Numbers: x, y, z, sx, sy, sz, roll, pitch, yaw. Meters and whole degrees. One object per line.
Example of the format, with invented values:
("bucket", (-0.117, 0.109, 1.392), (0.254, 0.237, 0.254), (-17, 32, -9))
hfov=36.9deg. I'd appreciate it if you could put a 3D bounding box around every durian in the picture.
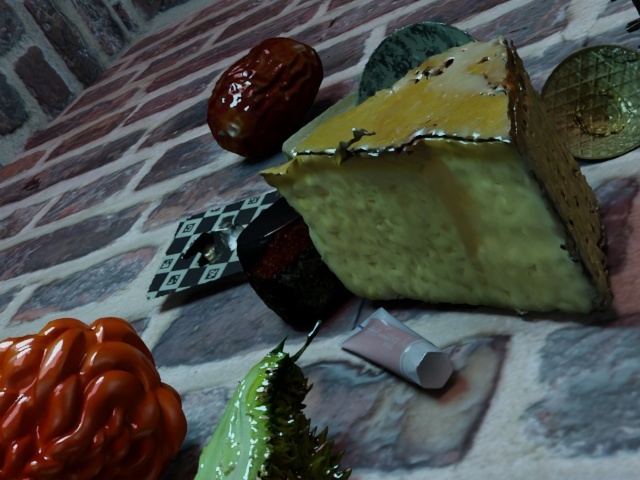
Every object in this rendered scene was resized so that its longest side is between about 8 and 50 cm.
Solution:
("durian", (-0.048, 0.219, 0.856), (0.132, 0.106, 0.375), (-23, 26, 27))

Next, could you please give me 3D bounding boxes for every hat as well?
("hat", (0.341, -0.155, 1.152), (0.146, 0.067, 0.146), (-7, 73, 25))
("hat", (0.171, -0.153, 1.250), (0.266, 0.265, 0.128), (-10, -4, 42))

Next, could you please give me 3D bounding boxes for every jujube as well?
("jujube", (-0.100, -0.265, 1.769), (0.250, 0.174, 0.174), (-44, 26, -27))

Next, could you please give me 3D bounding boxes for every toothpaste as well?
("toothpaste", (0.075, 0.111, 0.999), (0.067, 0.043, 0.194), (-40, 19, -10))

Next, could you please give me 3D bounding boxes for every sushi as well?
("sushi", (-0.150, 0.016, 1.459), (0.210, 0.040, 0.192), (-16, 36, 29))
("sushi", (0.000, 0.000, 1.205), (0.225, 0.126, 0.136), (-41, 23, -30))

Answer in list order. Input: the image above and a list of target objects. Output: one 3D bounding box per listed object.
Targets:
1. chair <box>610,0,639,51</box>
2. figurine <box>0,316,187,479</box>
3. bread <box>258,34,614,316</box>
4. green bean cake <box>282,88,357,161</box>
("chair", (0.500, -0.356, 1.273), (0.229, 0.113, 0.106), (-28, 26, 19))
("figurine", (-0.339, 0.263, 1.043), (0.412, 0.241, 0.306), (-41, -6, 27))
("bread", (0.108, -0.024, 0.965), (0.315, 0.248, 0.279), (-30, 22, 16))
("green bean cake", (0.044, -0.144, 1.432), (0.179, 0.109, 0.085), (-37, 25, -8))
